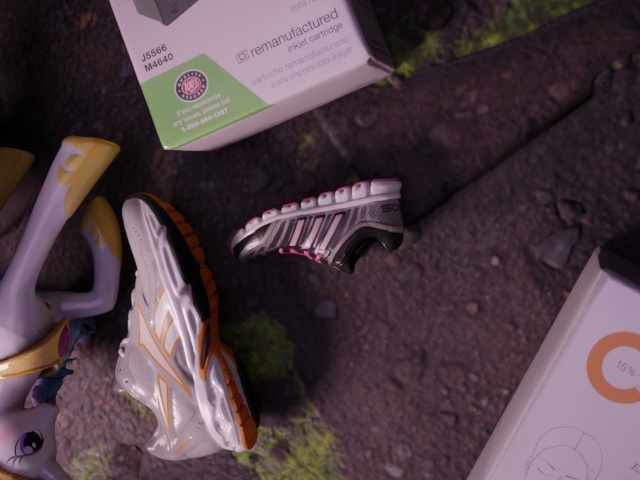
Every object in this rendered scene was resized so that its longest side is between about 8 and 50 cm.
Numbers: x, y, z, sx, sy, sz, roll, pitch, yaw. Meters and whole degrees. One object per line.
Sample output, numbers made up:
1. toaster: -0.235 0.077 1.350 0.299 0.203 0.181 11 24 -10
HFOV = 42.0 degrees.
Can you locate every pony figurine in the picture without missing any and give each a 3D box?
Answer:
1. pony figurine: -0.356 0.078 0.785 0.350 0.303 0.364 7 82 7

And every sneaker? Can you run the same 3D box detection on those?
1. sneaker: -0.154 0.088 0.783 0.121 0.099 0.262 -19 89 7
2. sneaker: 0.000 0.000 0.755 0.170 0.063 0.075 -18 84 12

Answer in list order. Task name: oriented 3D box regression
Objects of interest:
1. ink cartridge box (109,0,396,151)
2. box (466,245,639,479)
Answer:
1. ink cartridge box: -0.079 -0.239 0.728 0.198 0.115 0.273 -21 89 17
2. box: 0.234 0.209 0.655 0.215 0.168 0.345 28 103 12
